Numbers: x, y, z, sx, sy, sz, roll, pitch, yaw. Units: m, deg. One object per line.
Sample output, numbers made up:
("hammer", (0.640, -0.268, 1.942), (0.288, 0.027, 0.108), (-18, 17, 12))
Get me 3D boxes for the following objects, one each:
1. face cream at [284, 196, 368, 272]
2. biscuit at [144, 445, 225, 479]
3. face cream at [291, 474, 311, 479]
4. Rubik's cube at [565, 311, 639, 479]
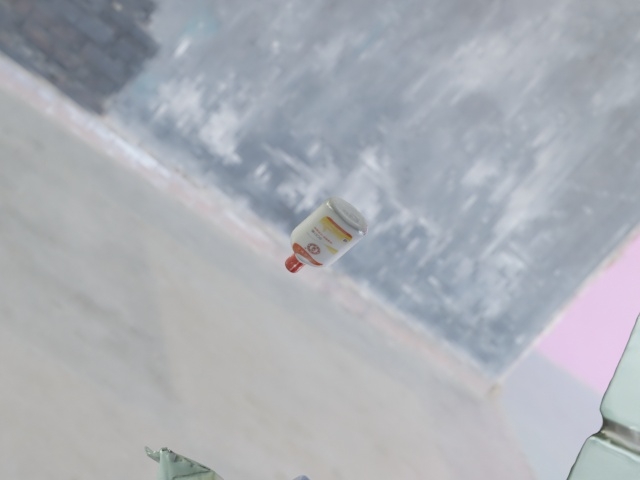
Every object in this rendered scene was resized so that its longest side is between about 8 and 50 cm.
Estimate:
("face cream", (0.000, 0.000, 1.140), (0.040, 0.083, 0.021), (39, 46, -8))
("biscuit", (-0.064, 0.320, 1.246), (0.186, 0.079, 0.309), (46, 22, -48))
("face cream", (-0.035, 0.424, 1.701), (0.225, 0.249, 0.249), (49, 15, 2))
("Rubik's cube", (0.251, 0.144, 0.872), (0.167, 0.180, 0.183), (23, -3, 30))
